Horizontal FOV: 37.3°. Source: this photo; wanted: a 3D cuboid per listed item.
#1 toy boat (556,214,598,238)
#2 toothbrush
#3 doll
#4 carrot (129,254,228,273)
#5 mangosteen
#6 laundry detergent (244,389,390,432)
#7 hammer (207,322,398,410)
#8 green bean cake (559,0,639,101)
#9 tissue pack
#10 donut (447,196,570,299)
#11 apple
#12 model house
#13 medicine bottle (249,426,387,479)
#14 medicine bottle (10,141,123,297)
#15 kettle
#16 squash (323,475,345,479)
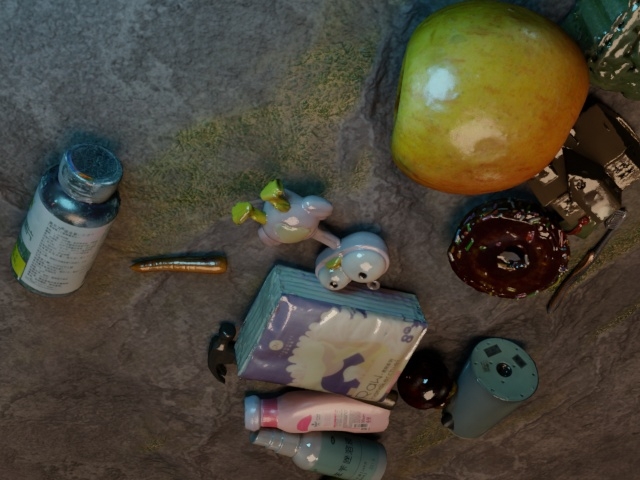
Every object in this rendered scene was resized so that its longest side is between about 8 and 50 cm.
[{"bbox_3d":[0.502,-0.058,1.792,0.089,0.071,0.185,-27,157,-46],"label":"toy boat"},{"bbox_3d":[0.541,0.049,1.945,0.031,0.023,0.321,12,133,-9],"label":"toothbrush"},{"bbox_3d":[0.000,-0.001,1.776,0.160,0.094,0.365,-30,132,27],"label":"doll"},{"bbox_3d":[-0.275,0.046,1.838,0.190,0.037,0.037,1,137,-2],"label":"carrot"},{"bbox_3d":[0.244,0.328,2.129,0.140,0.140,0.140,-3,137,-3],"label":"mangosteen"},{"bbox_3d":[-0.010,0.399,2.207,0.335,0.088,0.159,0,141,-5],"label":"laundry detergent"},{"bbox_3d":[-0.036,0.297,2.085,0.440,0.044,0.168,17,133,-12],"label":"hammer"},{"bbox_3d":[0.533,-0.331,1.465,0.255,0.132,0.241,18,128,-24],"label":"green bean cake"},{"bbox_3d":[0.023,0.198,1.948,0.344,0.125,0.242,14,122,-22],"label":"tissue pack"},{"bbox_3d":[0.362,0.010,1.814,0.235,0.089,0.235,5,134,6],"label":"donut"},{"bbox_3d":[0.248,-0.212,1.430,0.275,0.299,0.299,11,135,-5],"label":"apple"},{"bbox_3d":[0.415,-0.161,1.627,0.248,0.176,0.181,40,122,-19],"label":"model house"},{"bbox_3d":[-0.008,0.507,2.302,0.352,0.110,0.110,20,131,-26],"label":"medicine bottle"},{"bbox_3d":[-0.436,-0.036,1.649,0.141,0.141,0.293,17,133,-23],"label":"medicine bottle"},{"bbox_3d":[0.394,0.343,2.177,0.211,0.160,0.243,-19,152,-30],"label":"kettle"},{"bbox_3d":[0.037,0.650,2.496,0.069,0.069,0.258,20,131,-25],"label":"squash"}]
